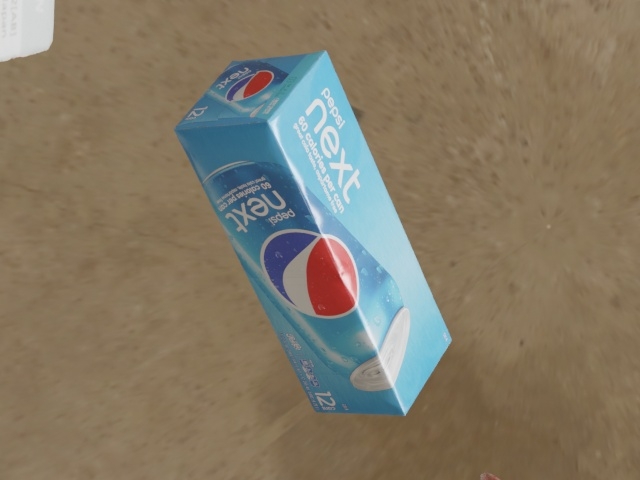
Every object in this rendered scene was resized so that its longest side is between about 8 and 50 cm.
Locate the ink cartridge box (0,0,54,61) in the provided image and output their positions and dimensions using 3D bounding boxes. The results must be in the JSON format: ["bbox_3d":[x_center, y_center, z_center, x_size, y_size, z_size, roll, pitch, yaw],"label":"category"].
[{"bbox_3d":[-0.238,-0.207,0.687,0.091,0.385,0.308,9,105,24],"label":"ink cartridge box"}]

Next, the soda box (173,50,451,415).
[{"bbox_3d":[0.000,0.000,1.024,0.067,0.071,0.210,-2,127,36],"label":"soda box"}]

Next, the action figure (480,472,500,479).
[{"bbox_3d":[0.097,0.120,0.285,0.139,0.280,0.091,16,96,-11],"label":"action figure"}]
